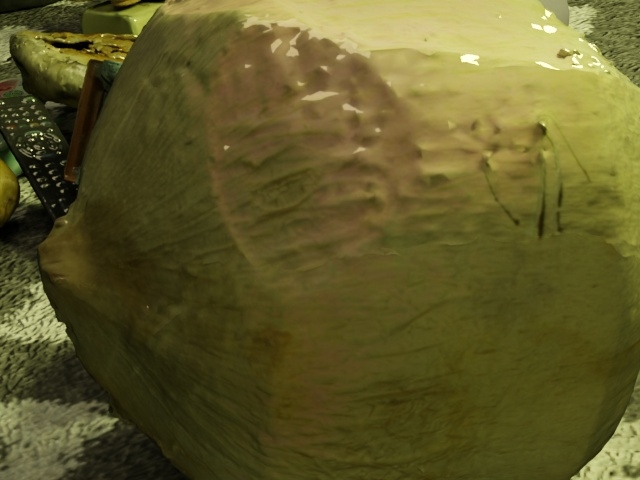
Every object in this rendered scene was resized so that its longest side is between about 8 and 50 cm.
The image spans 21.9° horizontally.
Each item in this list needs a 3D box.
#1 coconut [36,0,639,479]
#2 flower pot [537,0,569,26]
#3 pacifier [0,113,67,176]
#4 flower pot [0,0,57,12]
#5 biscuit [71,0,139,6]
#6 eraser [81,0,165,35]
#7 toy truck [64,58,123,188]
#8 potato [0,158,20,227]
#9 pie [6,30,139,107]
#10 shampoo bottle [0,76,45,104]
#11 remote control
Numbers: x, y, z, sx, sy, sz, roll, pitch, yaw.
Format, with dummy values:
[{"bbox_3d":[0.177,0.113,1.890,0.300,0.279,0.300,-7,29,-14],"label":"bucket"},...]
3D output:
[{"bbox_3d":[0.000,0.000,1.088,0.405,0.404,0.404,-6,24,3],"label":"coconut"},{"bbox_3d":[0.122,-0.225,1.740,0.265,0.265,0.243,16,19,42],"label":"flower pot"},{"bbox_3d":[-0.351,-0.121,1.776,0.150,0.116,0.127,-34,9,-38],"label":"pacifier"},{"bbox_3d":[-0.473,-0.479,2.423,0.379,0.251,0.379,-4,26,2],"label":"flower pot"},{"bbox_3d":[-0.230,-0.341,2.172,0.234,0.030,0.153,-4,24,9],"label":"biscuit"},{"bbox_3d":[-0.218,-0.300,2.189,0.117,0.058,0.172,16,34,42],"label":"eraser"},{"bbox_3d":[-0.068,-0.077,1.548,0.338,0.133,0.184,16,5,39],"label":"toy truck"},{"bbox_3d":[-0.483,-0.058,1.645,0.369,0.176,0.195,8,-12,13],"label":"potato"},{"bbox_3d":[-0.196,-0.191,1.856,0.339,0.077,0.339,6,12,-1],"label":"pie"},{"bbox_3d":[-0.360,-0.155,1.930,0.072,0.043,0.099,-7,24,2],"label":"shampoo bottle"},{"bbox_3d":[-0.271,-0.073,1.648,0.063,0.025,0.245,-4,39,-30],"label":"remote control"}]
